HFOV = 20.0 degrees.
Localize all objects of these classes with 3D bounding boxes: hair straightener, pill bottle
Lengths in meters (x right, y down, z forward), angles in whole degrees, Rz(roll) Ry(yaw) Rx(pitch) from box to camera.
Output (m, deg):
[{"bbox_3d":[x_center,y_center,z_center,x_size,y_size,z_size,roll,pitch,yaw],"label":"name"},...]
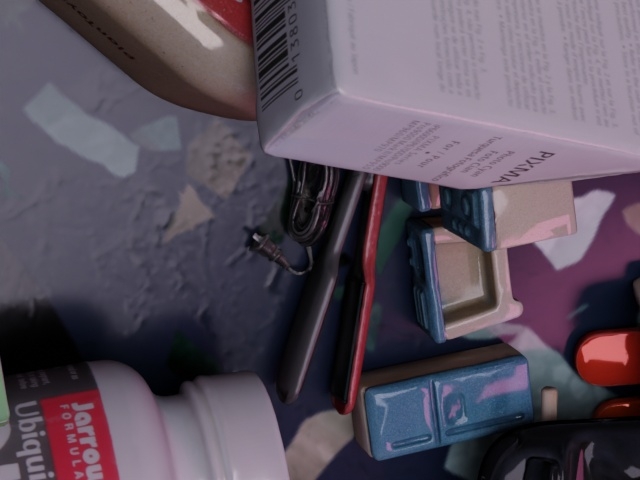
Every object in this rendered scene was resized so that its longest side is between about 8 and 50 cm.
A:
[{"bbox_3d":[0.000,0.000,1.218,0.089,0.047,0.230,9,99,-17],"label":"hair straightener"},{"bbox_3d":[-0.185,0.171,1.136,0.318,0.176,0.176,-9,104,-13],"label":"pill bottle"}]

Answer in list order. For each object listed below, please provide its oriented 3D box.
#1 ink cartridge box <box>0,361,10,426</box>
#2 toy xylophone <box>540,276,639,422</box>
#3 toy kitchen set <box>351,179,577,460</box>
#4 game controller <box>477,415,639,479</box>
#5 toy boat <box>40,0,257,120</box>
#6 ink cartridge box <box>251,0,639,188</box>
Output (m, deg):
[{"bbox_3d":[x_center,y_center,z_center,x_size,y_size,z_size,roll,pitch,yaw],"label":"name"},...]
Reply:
[{"bbox_3d":[-0.333,0.054,1.055,0.278,0.201,0.117,-10,104,-13],"label":"ink cartridge box"},{"bbox_3d":[0.263,0.175,1.308,0.236,0.081,0.323,3,103,-3],"label":"toy xylophone"},{"bbox_3d":[0.090,0.050,1.191,0.122,0.166,0.207,-11,104,-13],"label":"toy kitchen set"},{"bbox_3d":[0.190,0.277,1.266,0.166,0.067,0.319,-4,105,-15],"label":"game controller"},{"bbox_3d":[-0.084,-0.180,1.109,0.231,0.151,0.151,40,79,-20],"label":"toy boat"},{"bbox_3d":[0.134,-0.178,1.134,0.385,0.091,0.308,10,64,-32],"label":"ink cartridge box"}]
